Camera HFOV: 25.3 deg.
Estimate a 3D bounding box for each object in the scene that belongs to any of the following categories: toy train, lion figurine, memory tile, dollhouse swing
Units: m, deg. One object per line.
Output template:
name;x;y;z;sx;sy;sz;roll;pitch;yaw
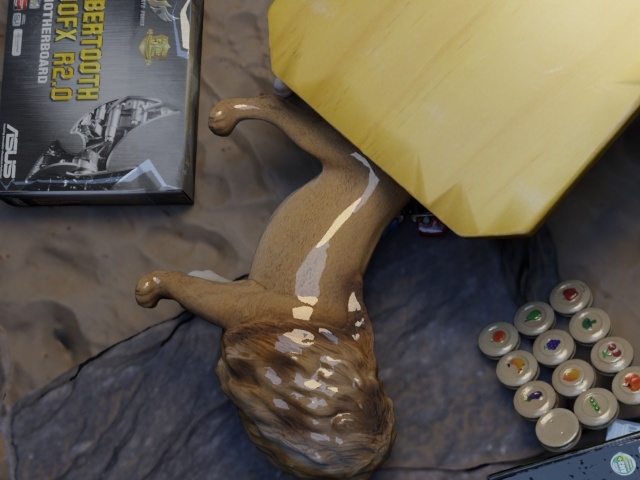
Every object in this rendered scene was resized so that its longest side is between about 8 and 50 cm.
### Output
toy train;0.103;-0.020;1.292;0.158;0.027;0.036;-1;87;9
lion figurine;0.000;0.000;1.226;0.240;0.142;0.392;19;90;25
memory tile;0.208;0.104;1.219;0.113;0.012;0.148;-30;48;0
dollhouse swing;0.182;-0.197;1.246;0.347;0.315;0.305;42;111;15

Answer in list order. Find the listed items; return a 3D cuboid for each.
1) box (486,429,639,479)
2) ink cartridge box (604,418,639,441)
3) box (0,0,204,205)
box;0.251;0.259;1.174;0.184;0.045;0.191;-17;83;7
ink cartridge box;0.282;0.183;1.213;0.083;0.028;0.048;11;81;11
box;-0.207;-0.148;1.353;0.183;0.056;0.231;0;77;9
